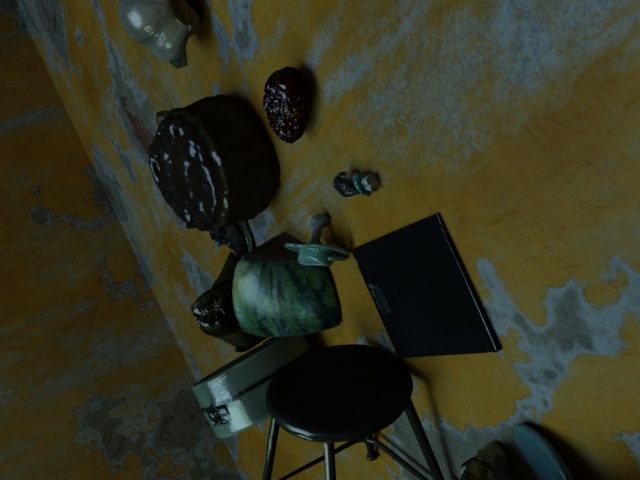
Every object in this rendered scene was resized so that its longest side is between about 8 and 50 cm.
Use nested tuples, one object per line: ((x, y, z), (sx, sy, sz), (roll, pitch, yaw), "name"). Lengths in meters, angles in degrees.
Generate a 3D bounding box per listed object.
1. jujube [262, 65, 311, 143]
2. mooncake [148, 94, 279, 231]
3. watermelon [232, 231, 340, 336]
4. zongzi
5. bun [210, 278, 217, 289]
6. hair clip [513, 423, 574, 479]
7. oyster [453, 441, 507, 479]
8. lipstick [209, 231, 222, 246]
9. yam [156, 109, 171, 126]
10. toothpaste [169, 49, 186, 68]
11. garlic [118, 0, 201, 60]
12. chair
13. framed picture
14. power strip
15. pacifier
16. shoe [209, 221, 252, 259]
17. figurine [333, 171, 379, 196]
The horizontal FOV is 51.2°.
((-0.064, -0.262, 1.329), (0.104, 0.104, 0.166), (44, 152, 38), "jujube")
((-0.268, -0.181, 1.620), (0.324, 0.187, 0.324), (25, 127, 39), "mooncake")
((-0.072, 0.113, 1.656), (0.262, 0.201, 0.212), (0, 120, 17), "watermelon")
((-0.265, 0.123, 1.810), (0.317, 0.154, 0.289), (66, -173, 27), "zongzi")
((-0.258, 0.200, 2.091), (0.221, 0.108, 0.221), (37, 145, 32), "bun")
((0.387, 0.489, 0.965), (0.392, 0.238, 0.318), (-3, 112, 62), "hair clip")
((0.287, 0.525, 1.157), (0.238, 0.115, 0.351), (73, -158, -58), "oyster")
((-0.352, -0.137, 2.017), (0.317, 0.066, 0.068), (61, 154, 10), "lipstick")
((-0.463, -0.282, 2.112), (0.061, 0.061, 0.274), (38, 145, 44), "yam")
((-0.384, -0.542, 1.759), (0.043, 0.037, 0.178), (44, 148, 31), "toothpaste")
((-0.393, -0.570, 1.583), (0.203, 0.185, 0.281), (37, 143, 58), "garlic")
((0.058, 0.475, 1.457), (0.362, 0.365, 0.410), (26, 130, 54), "chair")
((0.184, 0.102, 1.268), (0.255, 0.014, 0.339), (65, 154, 1), "framed picture")
((-0.171, 0.378, 1.787), (0.161, 0.357, 0.357), (61, 154, 2), "power strip")
((0.000, 0.000, 1.458), (0.150, 0.127, 0.116), (-4, 73, 46), "pacifier")
((-0.268, -0.038, 1.893), (0.099, 0.112, 0.227), (21, 128, 54), "shoe")
((0.070, -0.106, 1.271), (0.060, 0.047, 0.106), (38, 161, -32), "figurine")
